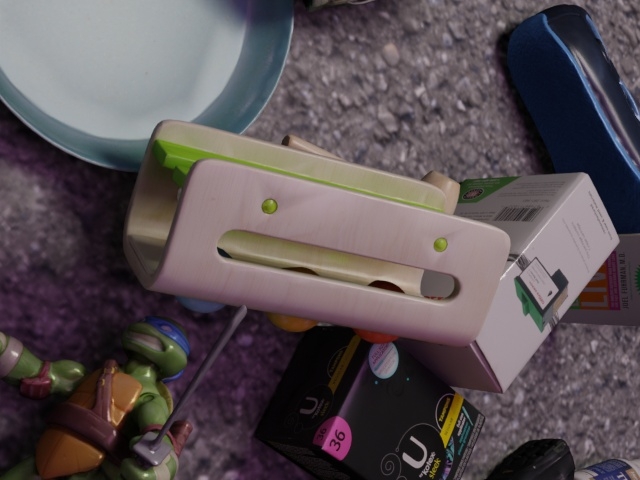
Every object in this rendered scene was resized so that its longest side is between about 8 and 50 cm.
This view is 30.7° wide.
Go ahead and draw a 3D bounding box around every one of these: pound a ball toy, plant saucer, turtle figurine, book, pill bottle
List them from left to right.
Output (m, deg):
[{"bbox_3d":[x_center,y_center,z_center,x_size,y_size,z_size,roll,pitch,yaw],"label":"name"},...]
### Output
[{"bbox_3d":[-0.199,0.140,0.805,0.198,0.274,0.266,28,73,1],"label":"turtle figurine"},{"bbox_3d":[-0.158,-0.212,0.941,0.318,0.044,0.317,1,89,-38],"label":"plant saucer"},{"bbox_3d":[0.000,0.000,0.965,0.319,0.208,0.135,13,104,-26],"label":"pound a ball toy"},{"bbox_3d":[0.302,0.042,1.237,0.035,0.144,0.096,-4,91,-39],"label":"book"},{"bbox_3d":[0.320,0.280,1.294,0.120,0.067,0.067,-7,93,-39],"label":"pill bottle"}]

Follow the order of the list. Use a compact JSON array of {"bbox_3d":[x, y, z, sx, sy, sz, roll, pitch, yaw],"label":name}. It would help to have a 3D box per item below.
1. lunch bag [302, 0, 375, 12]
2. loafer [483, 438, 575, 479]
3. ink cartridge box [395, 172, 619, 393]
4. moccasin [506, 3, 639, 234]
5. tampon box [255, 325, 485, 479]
[{"bbox_3d":[0.073,-0.353,1.006,0.235,0.169,0.287,-15,96,-12],"label":"lunch bag"},{"bbox_3d":[0.189,0.276,1.183,0.223,0.076,0.078,-24,96,-41],"label":"loafer"},{"bbox_3d":[0.154,0.036,1.110,0.219,0.160,0.092,-46,117,-29],"label":"ink cartridge box"},{"bbox_3d":[0.326,-0.101,1.270,0.117,0.138,0.342,-37,112,-38],"label":"moccasin"},{"bbox_3d":[0.048,0.168,1.056,0.161,0.101,0.120,40,65,-31],"label":"tampon box"}]
